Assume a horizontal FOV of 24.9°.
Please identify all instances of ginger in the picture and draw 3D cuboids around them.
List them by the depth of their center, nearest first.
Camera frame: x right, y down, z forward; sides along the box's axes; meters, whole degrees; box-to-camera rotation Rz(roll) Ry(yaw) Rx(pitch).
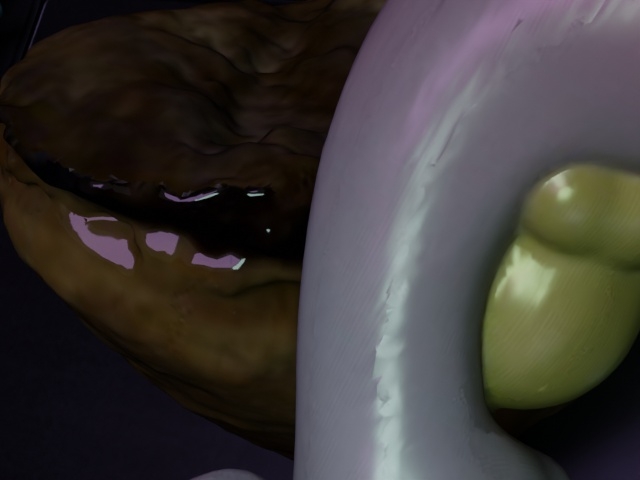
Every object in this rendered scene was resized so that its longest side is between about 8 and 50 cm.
[{"bbox_3d":[-0.003,-0.002,0.625,0.269,0.223,0.200,-21,44,-26],"label":"ginger"}]

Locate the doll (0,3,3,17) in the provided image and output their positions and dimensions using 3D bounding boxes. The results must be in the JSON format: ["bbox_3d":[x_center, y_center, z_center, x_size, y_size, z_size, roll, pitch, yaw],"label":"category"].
[{"bbox_3d":[-0.348,-0.186,0.948,0.346,0.099,0.341,35,87,34],"label":"doll"}]

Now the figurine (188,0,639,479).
[{"bbox_3d":[0.099,0.081,0.473,0.315,0.284,0.206,-57,32,9],"label":"figurine"}]
